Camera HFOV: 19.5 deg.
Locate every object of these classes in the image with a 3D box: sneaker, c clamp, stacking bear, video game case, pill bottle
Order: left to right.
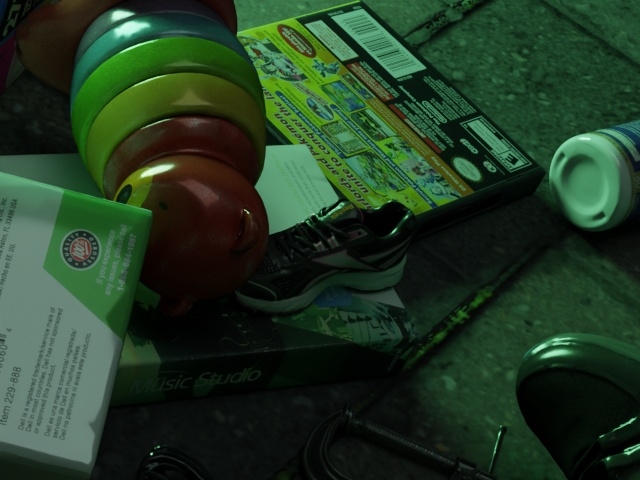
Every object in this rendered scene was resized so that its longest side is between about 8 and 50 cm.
[{"bbox_3d":[-0.115,-0.076,1.428,0.164,0.175,0.289,31,30,-39],"label":"stacking bear"},{"bbox_3d":[0.000,0.000,1.470,0.178,0.077,0.072,-14,52,-38],"label":"sneaker"},{"bbox_3d":[0.039,-0.112,1.751,0.248,0.035,0.275,-21,58,-43],"label":"video game case"},{"bbox_3d":[0.064,0.173,1.443,0.161,0.022,0.137,21,43,-8],"label":"c clamp"},{"bbox_3d":[0.309,-0.069,1.800,0.169,0.094,0.094,-16,53,-40],"label":"pill bottle"},{"bbox_3d":[0.249,0.202,1.367,0.140,0.125,0.341,-19,54,-37],"label":"sneaker"}]

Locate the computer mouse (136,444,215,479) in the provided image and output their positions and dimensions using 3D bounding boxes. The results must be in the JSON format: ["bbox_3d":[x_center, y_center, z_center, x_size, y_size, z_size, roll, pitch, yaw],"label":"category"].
[{"bbox_3d":[-0.108,0.247,1.226,0.188,0.072,0.272,35,26,16],"label":"computer mouse"}]

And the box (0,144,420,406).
[{"bbox_3d":[-0.107,0.022,1.492,0.322,0.058,0.232,-5,47,-32],"label":"box"}]

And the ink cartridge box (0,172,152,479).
[{"bbox_3d":[-0.279,0.056,1.249,0.289,0.121,0.211,15,56,-7],"label":"ink cartridge box"}]

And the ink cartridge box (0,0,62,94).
[{"bbox_3d":[-0.263,-0.217,1.589,0.069,0.175,0.371,29,38,4],"label":"ink cartridge box"}]
